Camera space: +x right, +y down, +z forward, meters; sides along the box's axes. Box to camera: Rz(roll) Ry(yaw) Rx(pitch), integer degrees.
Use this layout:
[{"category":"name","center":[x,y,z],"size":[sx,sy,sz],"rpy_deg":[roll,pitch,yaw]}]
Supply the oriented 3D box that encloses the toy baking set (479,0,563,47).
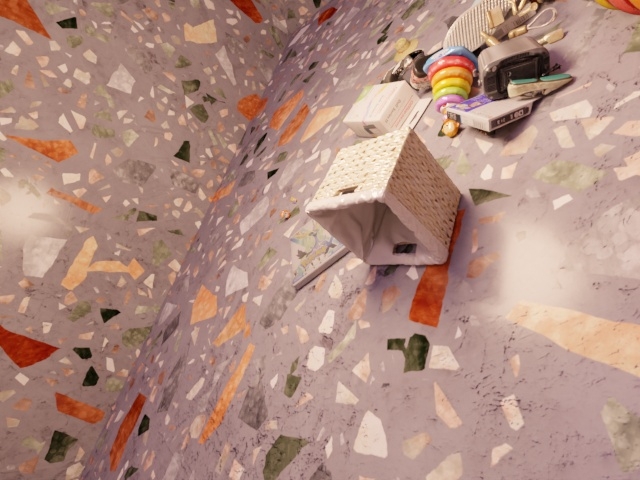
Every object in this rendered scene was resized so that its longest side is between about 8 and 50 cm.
[{"category":"toy baking set","center":[0.650,-0.699,1.315],"size":[0.256,0.030,0.197],"rpy_deg":[56,138,15]}]

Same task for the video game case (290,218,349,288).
[{"category":"video game case","center":[0.000,0.000,1.648],"size":[0.329,0.036,0.300],"rpy_deg":[-39,35,25]}]

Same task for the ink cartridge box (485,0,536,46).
[{"category":"ink cartridge box","center":[0.682,-0.850,1.504],"size":[0.181,0.056,0.225],"rpy_deg":[-29,37,36]}]

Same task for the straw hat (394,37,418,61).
[{"category":"straw hat","center":[0.400,-0.948,1.954],"size":[0.144,0.061,0.145],"rpy_deg":[-33,39,32]}]

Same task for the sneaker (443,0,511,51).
[{"category":"sneaker","center":[0.597,-0.817,1.448],"size":[0.366,0.135,0.150],"rpy_deg":[-43,7,24]}]

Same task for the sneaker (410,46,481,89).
[{"category":"sneaker","center":[0.480,-0.687,1.577],"size":[0.269,0.090,0.145],"rpy_deg":[-23,-8,0]}]

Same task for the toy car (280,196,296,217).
[{"category":"toy car","center":[-0.156,-0.163,1.988],"size":[0.040,0.060,0.122],"rpy_deg":[20,83,25]}]

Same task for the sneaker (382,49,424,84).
[{"category":"sneaker","center":[0.365,-0.755,1.755],"size":[0.234,0.078,0.106],"rpy_deg":[-43,8,-5]}]

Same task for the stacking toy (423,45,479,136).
[{"category":"stacking toy","center":[0.460,-0.506,1.420],"size":[0.175,0.165,0.302],"rpy_deg":[-10,68,50]}]

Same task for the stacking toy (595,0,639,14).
[{"category":"stacking toy","center":[0.821,-0.709,1.033],"size":[0.351,0.350,0.480],"rpy_deg":[-48,14,12]}]

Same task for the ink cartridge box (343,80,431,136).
[{"category":"ink cartridge box","center":[0.274,-0.555,1.708],"size":[0.207,0.119,0.353],"rpy_deg":[-57,32,-4]}]

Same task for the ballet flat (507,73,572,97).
[{"category":"ballet flat","center":[0.640,-0.451,1.177],"size":[0.168,0.053,0.057],"rpy_deg":[0,35,18]}]

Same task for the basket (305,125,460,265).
[{"category":"basket","center":[0.203,-0.112,1.220],"size":[0.328,0.331,0.267],"rpy_deg":[-5,51,51]}]

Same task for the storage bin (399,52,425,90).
[{"category":"storage bin","center":[0.414,-0.706,1.695],"size":[0.135,0.098,0.091],"rpy_deg":[-43,44,19]}]

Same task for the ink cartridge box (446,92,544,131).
[{"category":"ink cartridge box","center":[0.544,-0.416,1.260],"size":[0.208,0.045,0.206],"rpy_deg":[-25,33,-9]}]

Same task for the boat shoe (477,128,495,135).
[{"category":"boat shoe","center":[0.516,-0.371,1.287],"size":[0.048,0.042,0.133],"rpy_deg":[-18,33,0]}]

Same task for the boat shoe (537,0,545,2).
[{"category":"boat shoe","center":[0.812,-0.945,1.354],"size":[0.103,0.113,0.303],"rpy_deg":[5,64,61]}]

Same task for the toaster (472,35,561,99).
[{"category":"toaster","center":[0.595,-0.539,1.237],"size":[0.226,0.129,0.147],"rpy_deg":[-14,43,17]}]

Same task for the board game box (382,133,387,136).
[{"category":"board game box","center":[0.234,-0.312,1.567],"size":[0.181,0.092,0.043],"rpy_deg":[-53,31,4]}]
